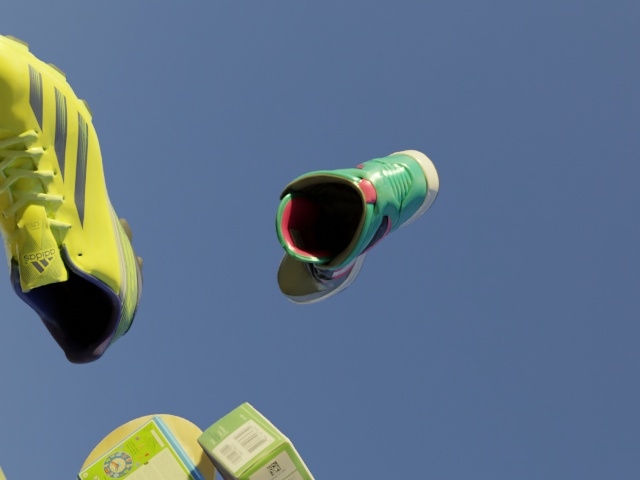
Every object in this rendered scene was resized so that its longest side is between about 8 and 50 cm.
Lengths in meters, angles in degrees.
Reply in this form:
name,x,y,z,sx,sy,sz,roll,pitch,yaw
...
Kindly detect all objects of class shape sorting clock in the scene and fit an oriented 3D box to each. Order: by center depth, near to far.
name,x,y,z,sx,sy,sz,roll,pitch,yaw
shape sorting clock,-0.230,0.322,1.585,0.206,0.040,0.206,-10,-130,13

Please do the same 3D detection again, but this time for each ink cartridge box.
name,x,y,z,sx,sy,sz,roll,pitch,yaw
ink cartridge box,-0.026,0.264,1.155,0.062,0.209,0.109,-36,-157,-14

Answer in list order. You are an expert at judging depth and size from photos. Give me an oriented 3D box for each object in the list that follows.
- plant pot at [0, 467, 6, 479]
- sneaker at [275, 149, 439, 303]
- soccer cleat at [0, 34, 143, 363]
name,x,y,z,sx,sy,sz,roll,pitch,yaw
plant pot,-0.549,0.395,1.732,0.275,0.275,0.293,-55,-152,19
sneaker,0.000,0.000,1.514,0.295,0.178,0.124,-45,-110,37
soccer cleat,-0.214,-0.027,0.937,0.093,0.289,0.121,-7,-142,17
